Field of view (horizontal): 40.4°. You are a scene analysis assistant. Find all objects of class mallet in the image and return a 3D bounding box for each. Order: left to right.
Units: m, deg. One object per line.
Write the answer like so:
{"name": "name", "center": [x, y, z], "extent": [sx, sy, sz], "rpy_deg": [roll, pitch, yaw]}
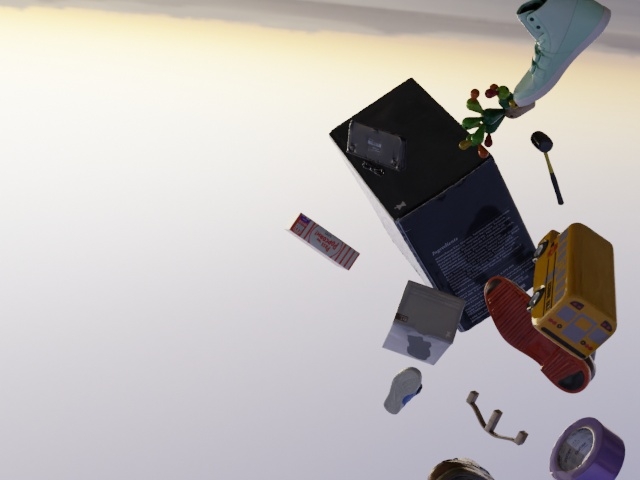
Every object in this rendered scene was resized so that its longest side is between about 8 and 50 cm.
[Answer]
{"name": "mallet", "center": [0.533, -0.161, 2.003], "extent": [0.039, 0.190, 0.062], "rpy_deg": [-24, -162, 3]}

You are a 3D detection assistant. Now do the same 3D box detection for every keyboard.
{"name": "keyboard", "center": [0.127, -0.204, 1.980], "extent": [0.023, 0.108, 0.180], "rpy_deg": [-12, -154, -38]}

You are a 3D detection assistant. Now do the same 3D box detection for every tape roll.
{"name": "tape roll", "center": [0.675, 0.550, 2.209], "extent": [0.080, 0.189, 0.189], "rpy_deg": [36, -172, -12]}

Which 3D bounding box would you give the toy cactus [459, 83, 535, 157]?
{"name": "toy cactus", "center": [0.393, -0.273, 1.894], "extent": [0.180, 0.219, 0.112], "rpy_deg": [-21, -120, -19]}

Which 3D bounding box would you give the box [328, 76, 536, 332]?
{"name": "box", "center": [0.311, -0.099, 2.339], "extent": [0.297, 0.472, 0.480], "rpy_deg": [-35, -140, 3]}

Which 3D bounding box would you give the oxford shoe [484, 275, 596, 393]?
{"name": "oxford shoe", "center": [0.428, 0.176, 1.703], "extent": [0.271, 0.097, 0.098], "rpy_deg": [52, -144, 13]}

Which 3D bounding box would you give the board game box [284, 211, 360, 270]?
{"name": "board game box", "center": [0.000, 0.000, 1.805], "extent": [0.146, 0.045, 0.193], "rpy_deg": [35, 177, -4]}

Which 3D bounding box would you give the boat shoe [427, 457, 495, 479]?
{"name": "boat shoe", "center": [0.257, 0.452, 1.576], "extent": [0.307, 0.110, 0.104], "rpy_deg": [46, -177, -47]}

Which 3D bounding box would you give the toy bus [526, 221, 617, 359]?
{"name": "toy bus", "center": [0.460, 0.074, 1.581], "extent": [0.108, 0.130, 0.333], "rpy_deg": [34, -147, -3]}

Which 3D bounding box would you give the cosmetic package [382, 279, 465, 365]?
{"name": "cosmetic package", "center": [0.206, 0.172, 1.772], "extent": [0.127, 0.107, 0.238], "rpy_deg": [20, 159, 3]}

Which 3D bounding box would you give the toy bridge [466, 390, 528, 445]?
{"name": "toy bridge", "center": [0.431, 0.451, 2.172], "extent": [0.026, 0.063, 0.188], "rpy_deg": [1, -153, -44]}

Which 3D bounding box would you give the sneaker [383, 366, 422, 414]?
{"name": "sneaker", "center": [0.193, 0.309, 1.895], "extent": [0.058, 0.152, 0.084], "rpy_deg": [34, -137, 15]}

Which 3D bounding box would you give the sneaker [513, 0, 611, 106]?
{"name": "sneaker", "center": [0.420, -0.385, 1.689], "extent": [0.151, 0.256, 0.094], "rpy_deg": [27, -139, -13]}

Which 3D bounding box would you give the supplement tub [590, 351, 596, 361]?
{"name": "supplement tub", "center": [0.613, 0.228, 2.106], "extent": [0.117, 0.190, 0.117], "rpy_deg": [5, -171, -1]}
